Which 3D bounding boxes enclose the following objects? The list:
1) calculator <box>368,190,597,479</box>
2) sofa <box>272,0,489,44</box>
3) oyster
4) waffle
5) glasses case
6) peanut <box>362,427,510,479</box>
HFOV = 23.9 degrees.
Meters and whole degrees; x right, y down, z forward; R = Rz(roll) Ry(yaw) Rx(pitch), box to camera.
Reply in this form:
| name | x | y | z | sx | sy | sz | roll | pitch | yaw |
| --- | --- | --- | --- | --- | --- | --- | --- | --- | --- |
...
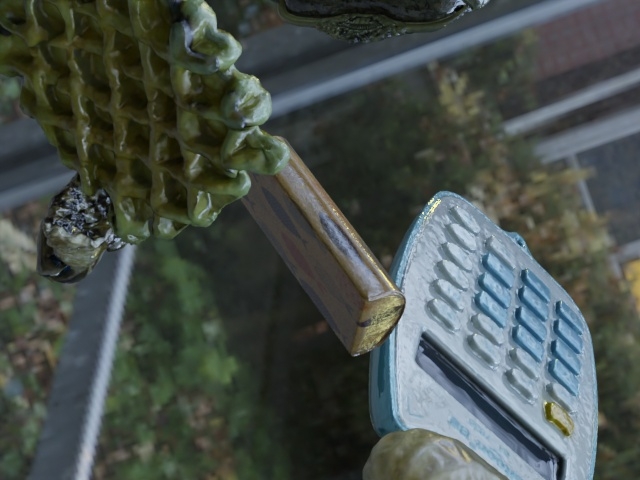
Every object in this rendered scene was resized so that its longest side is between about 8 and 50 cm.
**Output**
| name | x | y | z | sx | sy | sz | roll | pitch | yaw |
| --- | --- | --- | --- | --- | --- | --- | --- | --- | --- |
| calculator | 0.154 | 0.106 | 1.367 | 0.256 | 0.054 | 0.386 | 42 | 36 | -14 |
| sofa | 0.045 | -0.335 | 1.558 | 0.182 | 0.258 | 0.200 | -59 | 146 | -40 |
| oyster | -0.235 | -0.041 | 1.586 | 0.214 | 0.223 | 0.083 | -47 | 112 | -32 |
| waffle | -0.126 | -0.110 | 1.016 | 0.223 | 0.204 | 0.054 | 54 | 50 | -7 |
| glasses case | 0.000 | 0.000 | 1.103 | 0.170 | 0.041 | 0.065 | 53 | -33 | 33 |
| peanut | 0.105 | 0.202 | 1.087 | 0.194 | 0.083 | 0.093 | 43 | 7 | -32 |
